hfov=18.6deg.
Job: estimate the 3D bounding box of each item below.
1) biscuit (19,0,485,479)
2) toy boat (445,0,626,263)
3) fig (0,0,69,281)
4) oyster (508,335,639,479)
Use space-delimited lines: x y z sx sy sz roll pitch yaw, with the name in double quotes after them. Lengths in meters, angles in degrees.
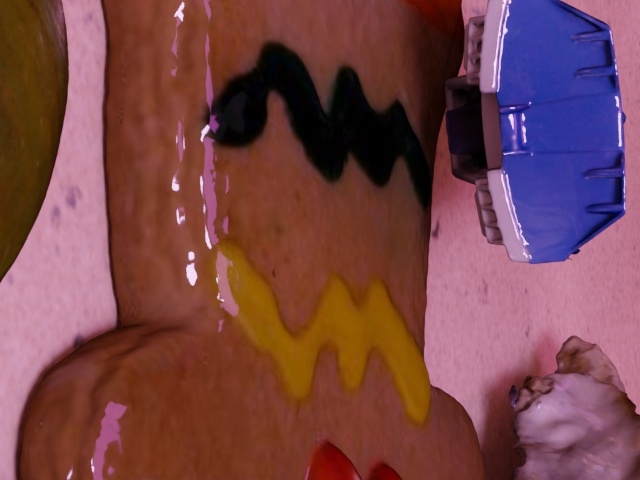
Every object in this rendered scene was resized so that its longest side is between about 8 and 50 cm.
0.000 0.000 0.915 0.368 0.076 0.394 25 64 -59 "biscuit"
0.113 -0.062 1.020 0.295 0.088 0.129 -39 124 -81 "toy boat"
-0.157 0.005 0.599 0.151 0.151 0.259 -45 152 -56 "fig"
0.143 0.171 1.098 0.341 0.110 0.166 -51 153 -77 "oyster"
